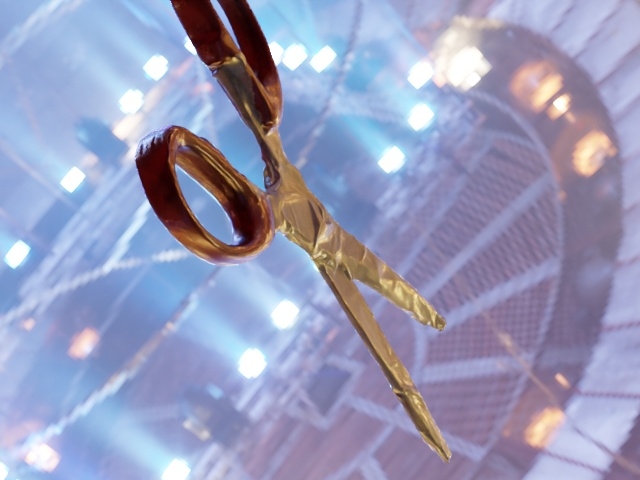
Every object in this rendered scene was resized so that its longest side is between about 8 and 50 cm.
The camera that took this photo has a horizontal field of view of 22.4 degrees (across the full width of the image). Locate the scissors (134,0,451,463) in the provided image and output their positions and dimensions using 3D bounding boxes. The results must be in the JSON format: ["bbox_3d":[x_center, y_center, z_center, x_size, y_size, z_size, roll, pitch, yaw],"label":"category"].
[{"bbox_3d":[0.000,0.000,0.692,0.017,0.248,0.144,-18,-135,23],"label":"scissors"}]
